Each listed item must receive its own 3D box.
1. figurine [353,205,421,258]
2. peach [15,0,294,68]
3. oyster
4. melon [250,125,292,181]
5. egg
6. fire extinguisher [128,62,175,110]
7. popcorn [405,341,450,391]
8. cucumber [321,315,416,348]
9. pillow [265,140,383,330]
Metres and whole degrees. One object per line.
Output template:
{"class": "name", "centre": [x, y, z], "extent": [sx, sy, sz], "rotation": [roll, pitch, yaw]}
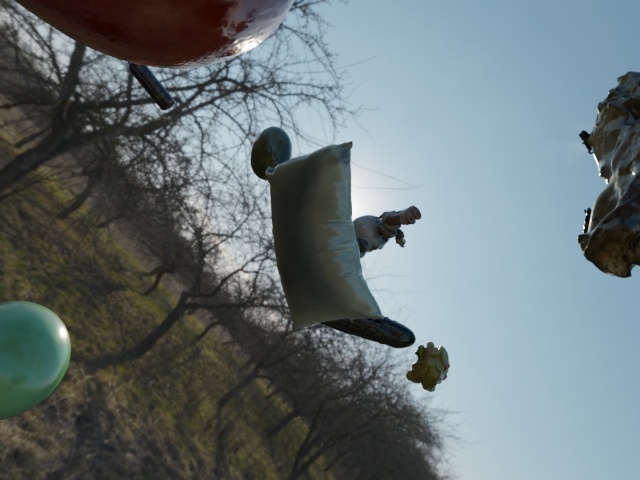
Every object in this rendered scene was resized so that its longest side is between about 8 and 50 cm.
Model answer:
{"class": "figurine", "centre": [0.129, -0.015, 0.887], "extent": [0.197, 0.147, 0.093], "rotation": [-10, -77, 46]}
{"class": "peach", "centre": [-0.211, -0.392, 0.490], "extent": [0.388, 0.388, 0.388], "rotation": [43, -18, 17]}
{"class": "oyster", "centre": [0.421, -0.094, 0.522], "extent": [0.198, 0.336, 0.133], "rotation": [29, -13, 32]}
{"class": "melon", "centre": [-0.136, -0.236, 1.141], "extent": [0.114, 0.167, 0.114], "rotation": [8, -19, 3]}
{"class": "egg", "centre": [-0.639, 0.238, 0.838], "extent": [0.220, 0.220, 0.270], "rotation": [56, -11, -23]}
{"class": "fire extinguisher", "centre": [-0.432, -0.400, 1.026], "extent": [0.158, 0.043, 0.064], "rotation": [51, 17, -3]}
{"class": "popcorn", "centre": [0.257, 0.296, 0.961], "extent": [0.089, 0.097, 0.109], "rotation": [27, -68, 21]}
{"class": "cucumber", "centre": [0.117, 0.205, 0.996], "extent": [0.242, 0.074, 0.074], "rotation": [20, -16, -6]}
{"class": "pillow", "centre": [0.001, 0.001, 0.575], "extent": [0.078, 0.145, 0.253], "rotation": [-10, 91, -68]}
